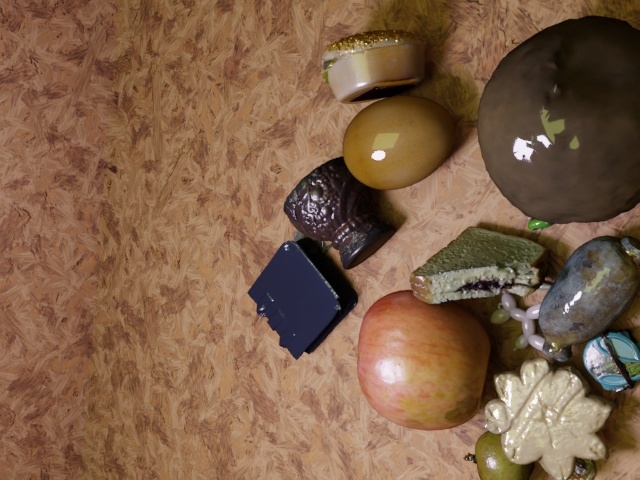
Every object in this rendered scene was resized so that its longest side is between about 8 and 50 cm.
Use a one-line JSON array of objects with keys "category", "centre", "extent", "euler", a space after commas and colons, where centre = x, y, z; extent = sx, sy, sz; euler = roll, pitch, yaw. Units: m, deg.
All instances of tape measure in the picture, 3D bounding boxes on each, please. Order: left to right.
[{"category": "tape measure", "centre": [0.683, 0.277, 1.423], "extent": [0.125, 0.081, 0.146], "euler": [-35, 70, 33]}]

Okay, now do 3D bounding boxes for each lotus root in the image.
[{"category": "lotus root", "centre": [0.611, 0.127, 1.414], "extent": [0.175, 0.175, 0.349], "euler": [45, 120, 29]}]

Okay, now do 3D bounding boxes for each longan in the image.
[{"category": "longan", "centre": [0.459, 0.570, 1.584], "extent": [0.176, 0.145, 0.154], "euler": [-10, 50, 26]}, {"category": "longan", "centre": [0.537, -0.252, 1.308], "extent": [0.404, 0.404, 0.435], "euler": [0, 96, 40]}]

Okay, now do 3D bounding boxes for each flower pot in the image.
[{"category": "flower pot", "centre": [0.068, -0.071, 1.824], "extent": [0.267, 0.266, 0.266], "euler": [50, 122, 13]}]

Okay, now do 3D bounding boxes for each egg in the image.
[{"category": "egg", "centre": [0.213, -0.269, 1.682], "extent": [0.322, 0.250, 0.250], "euler": [-12, 85, 33]}]

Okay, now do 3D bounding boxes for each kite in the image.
[{"category": "kite", "centre": [-0.001, 0.000, 2.032], "extent": [0.245, 0.015, 0.141], "euler": [-32, 75, 38]}]

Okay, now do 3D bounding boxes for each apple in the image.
[{"category": "apple", "centre": [0.276, 0.313, 1.600], "extent": [0.364, 0.364, 0.363], "euler": [3, 94, 40]}]

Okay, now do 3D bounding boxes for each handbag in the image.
[{"category": "handbag", "centre": [-0.069, 0.190, 2.028], "extent": [0.303, 0.122, 0.329], "euler": [51, 123, 21]}]

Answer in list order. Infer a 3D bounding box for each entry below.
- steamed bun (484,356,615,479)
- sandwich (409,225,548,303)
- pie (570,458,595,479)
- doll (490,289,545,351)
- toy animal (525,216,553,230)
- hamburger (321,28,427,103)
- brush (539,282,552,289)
[{"category": "steamed bun", "centre": [0.558, 0.428, 1.489], "extent": [0.295, 0.137, 0.292], "euler": [-23, 79, 18]}, {"category": "sandwich", "centre": [0.402, 0.078, 1.524], "extent": [0.254, 0.288, 0.099], "euler": [25, 135, 39]}, {"category": "pie", "centre": [0.639, 0.558, 1.516], "extent": [0.084, 0.020, 0.084], "euler": [3, 95, 40]}, {"category": "doll", "centre": [0.517, 0.206, 1.575], "extent": [0.160, 0.059, 0.161], "euler": [-6, 89, 39]}, {"category": "toy animal", "centre": [0.522, -0.127, 1.538], "extent": [0.103, 0.100, 0.208], "euler": [-27, 83, 61]}, {"category": "hamburger", "centre": [0.149, -0.490, 1.704], "extent": [0.302, 0.302, 0.170], "euler": [-11, 93, 40]}, {"category": "brush", "centre": [0.471, 0.109, 1.629], "extent": [0.299, 0.039, 0.042], "euler": [7, 100, 37]}]
